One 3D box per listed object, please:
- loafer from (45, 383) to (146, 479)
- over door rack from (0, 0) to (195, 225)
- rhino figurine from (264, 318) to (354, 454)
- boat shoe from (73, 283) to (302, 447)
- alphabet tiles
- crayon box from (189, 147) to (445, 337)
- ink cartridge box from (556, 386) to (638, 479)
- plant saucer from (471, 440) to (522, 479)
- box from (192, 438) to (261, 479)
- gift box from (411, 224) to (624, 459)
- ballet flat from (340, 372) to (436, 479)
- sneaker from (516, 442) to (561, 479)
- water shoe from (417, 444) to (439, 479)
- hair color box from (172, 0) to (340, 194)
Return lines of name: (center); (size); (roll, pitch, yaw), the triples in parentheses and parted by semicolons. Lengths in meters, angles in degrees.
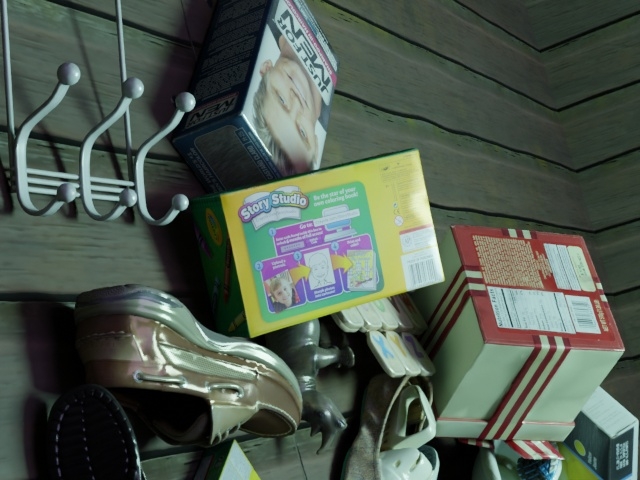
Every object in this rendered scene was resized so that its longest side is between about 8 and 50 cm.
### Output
loafer: (-0.192, 0.238, 1.242); (0.078, 0.080, 0.220); (124, -49, -77)
over door rack: (-0.237, -0.181, 1.401); (0.239, 0.108, 0.324); (5, 68, -66)
rhino figurine: (-0.020, 0.140, 1.667); (0.106, 0.073, 0.243); (-1, 68, -19)
boat shoe: (-0.132, 0.152, 1.386); (0.324, 0.123, 0.116); (33, 49, -46)
alphabet tiles: (0.058, 0.065, 1.877); (0.278, 0.021, 0.284); (57, 19, 18)
crayon box: (0.000, 0.000, 1.614); (0.278, 0.081, 0.165); (-14, 95, -29)
ink cartridge box: (0.390, 0.315, 2.228); (0.307, 0.072, 0.303); (42, -28, 44)
plant saucer: (0.318, 0.484, 2.093); (0.400, 0.100, 0.400); (53, 14, -20)
box: (-0.076, 0.312, 1.469); (0.179, 0.043, 0.105); (59, 25, -21)
gift box: (0.281, 0.156, 2.004); (0.276, 0.258, 0.255); (9, 46, -16)
ballet flat: (0.095, 0.276, 1.801); (0.107, 0.106, 0.316); (59, 26, -30)
sneaker: (0.345, 0.345, 2.138); (0.083, 0.071, 0.190); (61, 12, -17)
water shoe: (0.117, 0.357, 1.864); (0.203, 0.073, 0.080); (-70, 162, -57)
hair color box: (-0.073, -0.182, 1.778); (0.174, 0.105, 0.347); (56, 28, -32)
